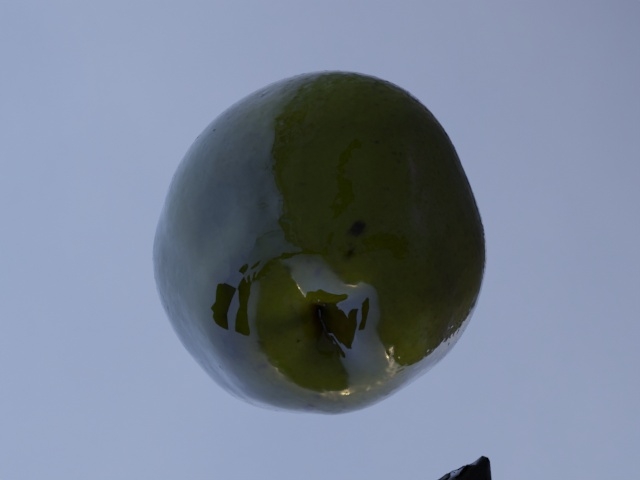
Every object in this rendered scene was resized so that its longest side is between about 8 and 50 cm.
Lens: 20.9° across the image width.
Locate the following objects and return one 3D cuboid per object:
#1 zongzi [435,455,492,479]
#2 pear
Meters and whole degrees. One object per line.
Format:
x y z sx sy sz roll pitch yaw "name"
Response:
0.130 0.087 0.444 0.317 0.289 0.154 -60 -18 -49 "zongzi"
0.000 0.000 1.412 0.294 0.294 0.294 49 -148 -46 "pear"
